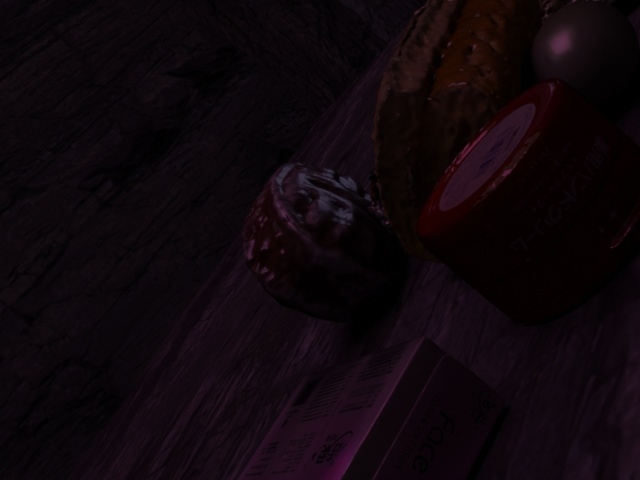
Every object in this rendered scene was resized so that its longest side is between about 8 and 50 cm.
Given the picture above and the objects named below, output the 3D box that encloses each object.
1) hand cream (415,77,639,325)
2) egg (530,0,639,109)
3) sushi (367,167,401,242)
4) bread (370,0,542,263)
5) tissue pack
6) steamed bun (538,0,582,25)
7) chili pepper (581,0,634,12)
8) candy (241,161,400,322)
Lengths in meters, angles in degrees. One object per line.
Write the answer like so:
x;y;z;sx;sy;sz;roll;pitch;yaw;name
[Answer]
0.186;-0.035;0.748;0.193;0.125;0.193;-51;9;11;hand cream
0.287;-0.201;0.929;0.114;0.114;0.152;-42;13;41;egg
0.126;-0.053;1.154;0.226;0.097;0.103;-15;-54;-66;sushi
0.176;-0.164;1.028;0.375;0.165;0.237;-64;-28;-47;bread
0.028;0.184;0.731;0.148;0.092;0.246;-54;10;-27;tissue pack
0.325;-0.416;1.298;0.290;0.272;0.273;-49;-24;3;steamed bun
0.388;-0.324;1.107;0.227;0.059;0.088;-48;14;25;chili pepper
0.000;0.000;1.182;0.157;0.214;0.289;-53;8;21;candy
